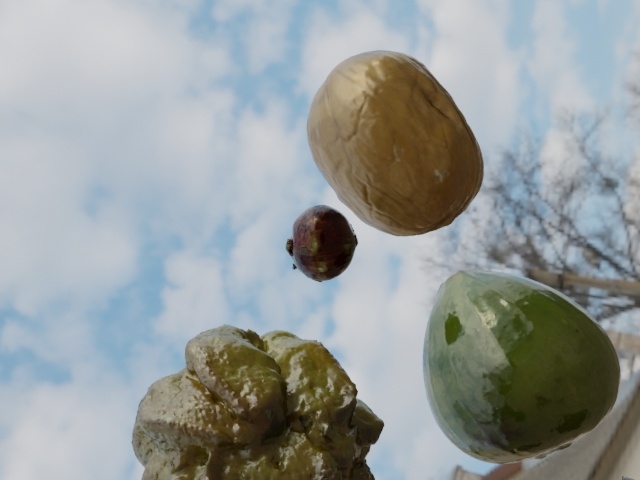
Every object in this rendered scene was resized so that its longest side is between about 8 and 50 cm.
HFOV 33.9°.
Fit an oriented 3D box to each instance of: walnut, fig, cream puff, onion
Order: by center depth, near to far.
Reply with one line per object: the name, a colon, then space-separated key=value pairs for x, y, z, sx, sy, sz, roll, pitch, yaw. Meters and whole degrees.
cream puff: x=-0.053 y=0.196 z=0.979 sx=0.244 sy=0.196 sz=0.244 roll=-30 pitch=-44 yaw=-34
walnut: x=0.074 y=-0.097 z=1.074 sx=0.197 sy=0.165 sz=0.165 roll=47 pitch=-136 yaw=3
onion: x=0.000 y=0.000 z=1.595 sx=0.118 sy=0.117 sz=0.119 roll=-12 pitch=-49 yaw=-13
fig: x=0.290 y=0.183 z=1.619 sx=0.316 sy=0.316 sz=0.316 roll=-20 pitch=-66 yaw=-54

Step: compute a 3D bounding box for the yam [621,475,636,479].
yam: x=0.467 y=0.386 z=1.460 sx=0.084 sy=0.127 sz=0.084 roll=-44 pitch=-36 yaw=-44
